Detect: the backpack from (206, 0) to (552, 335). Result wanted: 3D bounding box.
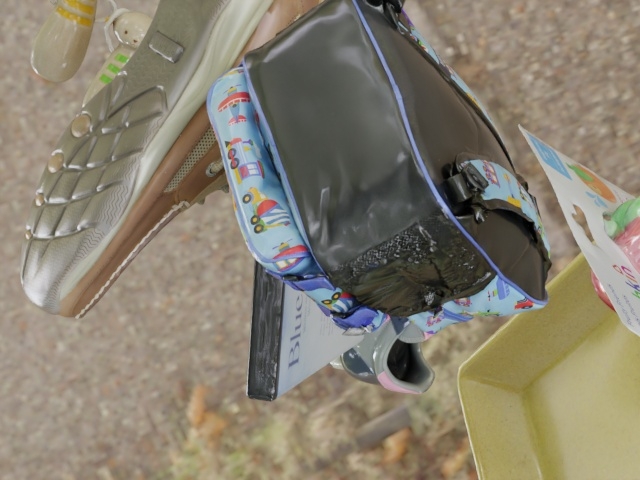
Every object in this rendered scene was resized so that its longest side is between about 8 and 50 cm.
[{"bbox_3d":[0.041,-0.024,0.778,0.117,0.173,0.158,-30,57,16],"label":"backpack"}]

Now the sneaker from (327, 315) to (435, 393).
[{"bbox_3d":[0.075,0.039,1.654,0.131,0.112,0.319,24,142,26],"label":"sneaker"}]

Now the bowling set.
[{"bbox_3d":[-0.154,-0.174,1.603,0.154,0.287,0.200,-62,23,17],"label":"bowling set"}]

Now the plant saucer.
[{"bbox_3d":[0.293,0.210,1.646,0.333,0.081,0.333,-50,41,46],"label":"plant saucer"}]

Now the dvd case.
[{"bbox_3d":[0.000,0.000,1.062,0.022,0.253,0.180,6,97,14],"label":"dvd case"}]

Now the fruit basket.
[{"bbox_3d":[0.356,0.044,1.392,0.165,0.353,0.327,-45,29,19],"label":"fruit basket"}]

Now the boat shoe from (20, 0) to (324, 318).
[{"bbox_3d":[-0.088,-0.075,1.060,0.324,0.116,0.123,-54,36,8],"label":"boat shoe"}]
